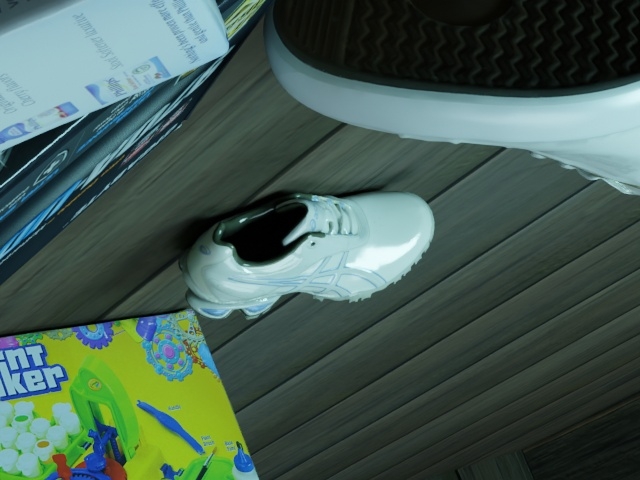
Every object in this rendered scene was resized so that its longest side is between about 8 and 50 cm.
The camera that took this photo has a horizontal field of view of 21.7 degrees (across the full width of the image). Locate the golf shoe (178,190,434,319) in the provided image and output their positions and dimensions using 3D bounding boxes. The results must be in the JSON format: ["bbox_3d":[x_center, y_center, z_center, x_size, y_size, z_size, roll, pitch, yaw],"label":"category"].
[{"bbox_3d":[0.000,0.000,1.052,0.176,0.069,0.086,-17,159,-21],"label":"golf shoe"}]

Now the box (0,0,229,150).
[{"bbox_3d":[-0.111,-0.088,0.434,0.137,0.126,0.072,-22,167,2],"label":"box"}]

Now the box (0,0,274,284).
[{"bbox_3d":[-0.102,-0.039,0.595,0.220,0.051,0.175,-46,180,-35],"label":"box"}]

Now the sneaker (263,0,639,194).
[{"bbox_3d":[0.113,-0.057,0.717,0.290,0.105,0.123,-1,142,-15],"label":"sneaker"}]

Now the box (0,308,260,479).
[{"bbox_3d":[-0.190,0.217,1.126,0.290,0.279,0.177,-5,158,-47],"label":"box"}]
